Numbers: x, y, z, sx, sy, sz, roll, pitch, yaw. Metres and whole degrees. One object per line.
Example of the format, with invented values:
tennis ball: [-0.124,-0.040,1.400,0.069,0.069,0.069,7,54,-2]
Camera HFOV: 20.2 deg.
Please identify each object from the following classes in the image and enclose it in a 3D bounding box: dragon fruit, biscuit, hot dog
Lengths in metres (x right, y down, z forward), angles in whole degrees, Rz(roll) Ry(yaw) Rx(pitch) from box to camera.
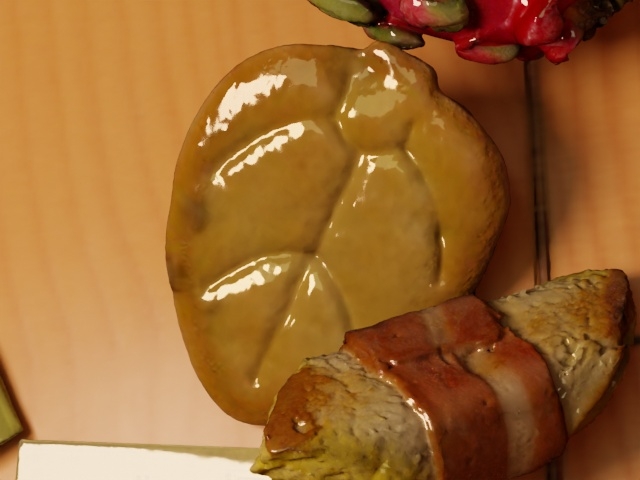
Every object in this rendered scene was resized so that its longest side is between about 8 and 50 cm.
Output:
dragon fruit: [0.080,-0.206,1.093,0.218,0.273,0.198,-40,113,-1]
biscuit: [0.000,0.002,1.087,0.203,0.041,0.260,25,109,-3]
hot dog: [0.076,0.096,1.034,0.262,0.093,0.123,-14,42,-18]

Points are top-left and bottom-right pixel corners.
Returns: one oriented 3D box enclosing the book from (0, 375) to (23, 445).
book: [-0.369,0.045,1.241,0.239,0.035,0.352,-30,69,6]

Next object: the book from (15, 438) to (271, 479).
book: [-0.112,0.211,1.129,0.192,0.013,0.168,1,76,18]
